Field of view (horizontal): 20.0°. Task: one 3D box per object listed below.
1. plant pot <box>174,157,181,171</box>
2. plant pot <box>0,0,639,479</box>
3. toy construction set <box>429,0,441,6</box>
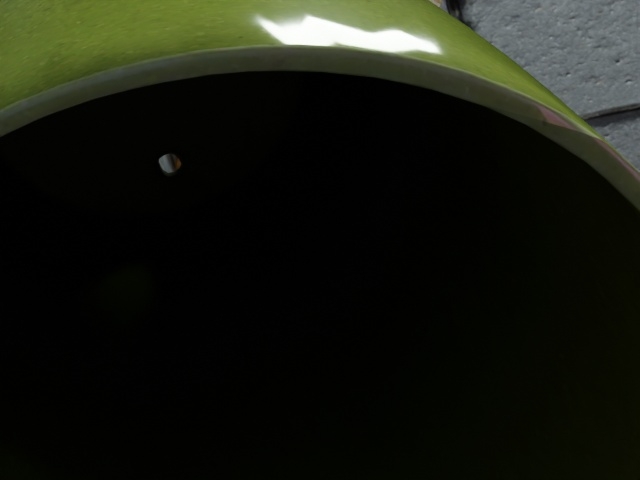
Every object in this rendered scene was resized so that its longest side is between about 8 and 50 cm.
[{"bbox_3d":[0.000,0.000,0.982,0.188,0.205,0.205,-112,-177,-53],"label":"plant pot"},{"bbox_3d":[-0.043,0.001,0.606,0.293,0.274,0.275,-109,-179,-58],"label":"plant pot"},{"bbox_3d":[-0.044,-0.263,1.064,0.328,0.151,0.215,46,47,-38],"label":"toy construction set"}]
